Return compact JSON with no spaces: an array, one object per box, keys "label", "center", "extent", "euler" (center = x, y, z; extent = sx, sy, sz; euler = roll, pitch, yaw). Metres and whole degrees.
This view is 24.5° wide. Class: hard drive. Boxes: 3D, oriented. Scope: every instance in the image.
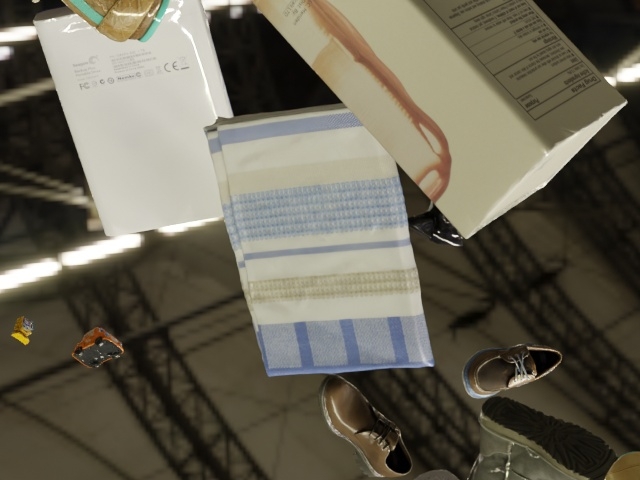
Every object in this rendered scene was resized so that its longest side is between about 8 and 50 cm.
[{"label":"hard drive","center":[-0.222,-0.165,1.916],"extent":[0.210,0.319,0.040],"euler":[-10,-150,8]}]

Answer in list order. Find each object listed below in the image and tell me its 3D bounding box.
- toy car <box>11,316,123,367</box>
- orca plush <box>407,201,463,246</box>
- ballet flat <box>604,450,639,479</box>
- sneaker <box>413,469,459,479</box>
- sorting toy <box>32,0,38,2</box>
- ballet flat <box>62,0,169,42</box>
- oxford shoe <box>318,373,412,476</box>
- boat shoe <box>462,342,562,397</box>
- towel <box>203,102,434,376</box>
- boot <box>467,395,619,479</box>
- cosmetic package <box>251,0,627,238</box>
[{"label":"toy car","center":[-0.288,0.104,1.699],"extent":[0.122,0.060,0.041],"euler":[27,-138,-26]},{"label":"orca plush","center":[0.162,-0.145,1.774],"extent":[0.151,0.287,0.102],"euler":[24,163,0]},{"label":"ballet flat","center":[0.267,0.287,1.286],"extent":[0.080,0.232,0.073],"euler":[-4,-144,-1]},{"label":"sneaker","center":[0.194,0.480,2.032],"extent":[0.124,0.321,0.180],"euler":[-14,164,14]},{"label":"sorting toy","center":[-0.418,-0.443,2.044],"extent":[0.038,0.208,0.193],"euler":[-22,-174,-19]},{"label":"ballet flat","center":[-0.177,-0.318,1.303],"extent":[0.124,0.116,0.342],"euler":[24,-130,-21]},{"label":"oxford shoe","center":[0.077,0.288,2.306],"extent":[0.096,0.227,0.083],"euler":[0,-131,44]},{"label":"boat shoe","center":[0.279,0.180,2.132],"extent":[0.183,0.066,0.066],"euler":[-17,-179,-44]},{"label":"towel","center":[0.000,0.000,1.516],"extent":[0.209,0.285,0.034],"euler":[-6,-167,29]},{"label":"boot","center":[0.241,0.293,1.665],"extent":[0.189,0.209,0.076],"euler":[29,-142,33]},{"label":"cosmetic package","center":[0.097,-0.167,1.270],"extent":[0.296,0.129,0.153],"euler":[49,-139,11]}]
